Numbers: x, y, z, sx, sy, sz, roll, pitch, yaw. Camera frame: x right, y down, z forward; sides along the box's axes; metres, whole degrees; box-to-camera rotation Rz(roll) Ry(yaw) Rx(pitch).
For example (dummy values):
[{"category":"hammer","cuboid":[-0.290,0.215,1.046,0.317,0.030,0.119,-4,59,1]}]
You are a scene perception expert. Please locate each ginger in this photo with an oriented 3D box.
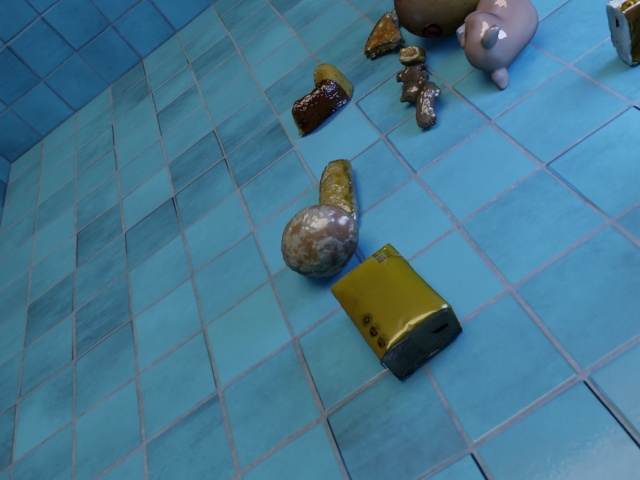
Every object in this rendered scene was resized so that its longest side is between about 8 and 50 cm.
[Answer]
[{"category":"ginger","cuboid":[0.298,-0.448,1.878,0.122,0.084,0.290,-23,43,11]}]

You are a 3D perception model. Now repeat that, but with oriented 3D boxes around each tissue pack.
[{"category":"tissue pack","cuboid":[0.814,-0.554,1.483,0.226,0.183,0.092,-33,44,10]},{"category":"tissue pack","cuboid":[0.164,0.151,1.395,0.192,0.134,0.271,-40,40,0]}]

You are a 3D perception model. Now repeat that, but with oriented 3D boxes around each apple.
[{"category":"apple","cuboid":[0.393,-0.810,1.958,0.304,0.338,0.339,1,53,20]}]

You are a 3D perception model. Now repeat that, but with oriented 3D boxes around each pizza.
[{"category":"pizza","cuboid":[0.241,-0.713,2.175,0.185,0.052,0.195,-62,36,10]}]

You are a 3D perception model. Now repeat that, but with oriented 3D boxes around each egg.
[{"category":"egg","cuboid":[0.000,0.000,1.624,0.233,0.195,0.195,-30,39,30]}]

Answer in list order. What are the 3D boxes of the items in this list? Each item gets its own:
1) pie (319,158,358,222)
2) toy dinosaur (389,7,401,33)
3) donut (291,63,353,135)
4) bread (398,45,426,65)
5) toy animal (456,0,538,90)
[{"category":"pie","cuboid":[0.048,-0.125,1.798,0.128,0.068,0.283,-23,47,22]},{"category":"toy dinosaur","cuboid":[0.273,-0.791,2.248,0.082,0.039,0.209,-22,45,21]},{"category":"donut","cuboid":[0.013,-0.505,2.139,0.151,0.112,0.295,2,57,43]},{"category":"bread","cuboid":[0.298,-0.590,1.991,0.074,0.053,0.132,-8,7,20]},{"category":"toy animal","cuboid":[0.495,-0.600,1.769,0.213,0.195,0.256,25,69,42]}]
